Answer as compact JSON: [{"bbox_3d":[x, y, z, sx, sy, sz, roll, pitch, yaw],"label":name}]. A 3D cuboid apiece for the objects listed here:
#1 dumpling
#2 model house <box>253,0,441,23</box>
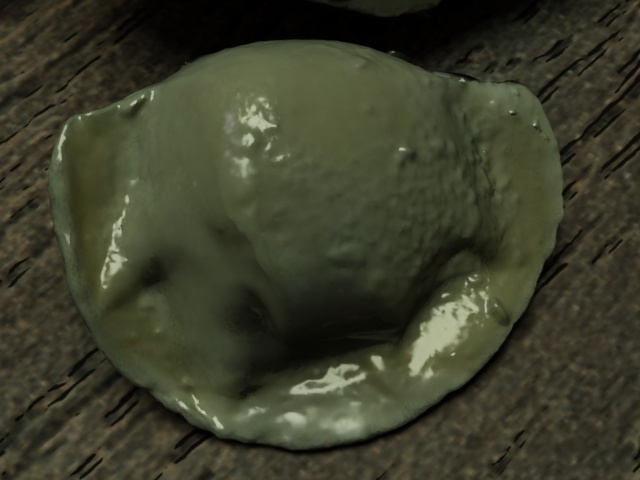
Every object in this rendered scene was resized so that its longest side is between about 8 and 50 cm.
[{"bbox_3d":[-0.002,-0.001,0.940,0.243,0.175,0.227,-8,82,19],"label":"dumpling"},{"bbox_3d":[-0.034,-0.265,1.119,0.317,0.297,0.282,-32,24,0],"label":"model house"}]
